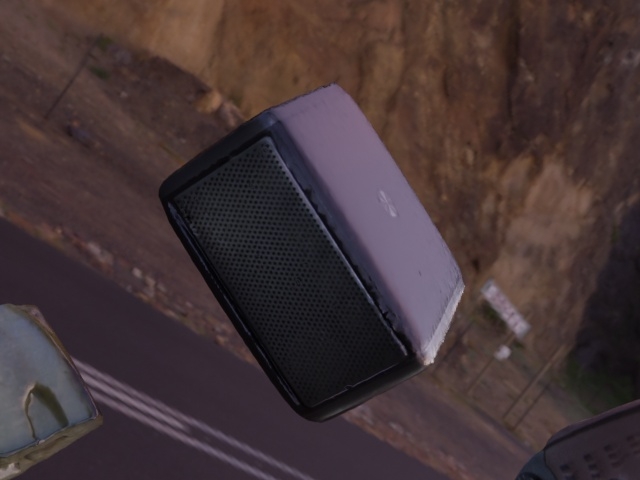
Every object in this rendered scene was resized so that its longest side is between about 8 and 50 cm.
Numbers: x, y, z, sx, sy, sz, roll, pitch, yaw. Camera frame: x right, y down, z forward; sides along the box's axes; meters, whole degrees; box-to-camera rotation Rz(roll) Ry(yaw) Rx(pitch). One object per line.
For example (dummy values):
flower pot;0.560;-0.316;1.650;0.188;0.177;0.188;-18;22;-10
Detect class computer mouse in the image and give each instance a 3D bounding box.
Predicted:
computer mouse;0.288;0.207;0.831;0.200;0.389;0.114;18;36;-32

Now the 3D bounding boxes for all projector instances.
projector;0.000;0.000;1.369;0.405;0.242;0.395;57;23;-5

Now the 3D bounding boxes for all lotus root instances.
lotus root;-0.293;0.137;0.677;0.235;0.138;0.119;-16;70;-32
